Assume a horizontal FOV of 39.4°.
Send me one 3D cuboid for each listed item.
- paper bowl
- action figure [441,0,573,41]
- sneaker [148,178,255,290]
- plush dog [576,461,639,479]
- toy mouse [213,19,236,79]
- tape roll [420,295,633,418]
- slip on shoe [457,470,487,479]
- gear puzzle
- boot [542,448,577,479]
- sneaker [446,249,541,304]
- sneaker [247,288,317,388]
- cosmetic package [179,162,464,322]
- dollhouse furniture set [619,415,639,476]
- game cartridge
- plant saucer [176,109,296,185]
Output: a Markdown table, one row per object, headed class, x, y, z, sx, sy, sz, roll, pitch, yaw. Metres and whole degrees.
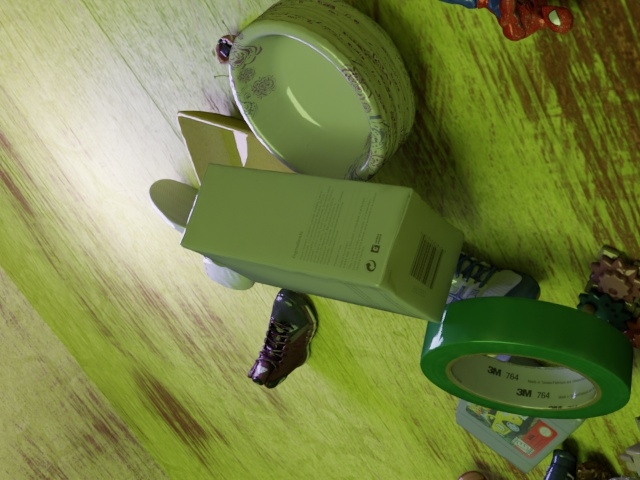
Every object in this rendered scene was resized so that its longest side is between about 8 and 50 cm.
| class | x | y | z | sx | sy | sz | roll | pitch | yaw |
| --- | --- | --- | --- | --- | --- | --- | --- | --- | --- |
| paper bowl | 0.013 | -0.231 | 1.326 | 0.284 | 0.148 | 0.284 | 28 | 146 | 22 |
| action figure | 0.179 | -0.331 | 1.077 | 0.280 | 0.091 | 0.139 | 29 | 154 | 22 |
| sneaker | -0.255 | 0.000 | 1.929 | 0.292 | 0.108 | 0.169 | 35 | 145 | 12 |
| plush dog | 0.557 | 0.510 | 1.607 | 0.225 | 0.210 | 0.263 | 12 | 110 | 60 |
| toy mouse | -0.134 | -0.297 | 1.519 | 0.143 | 0.031 | 0.161 | -10 | 120 | 52 |
| tape roll | 0.320 | 0.191 | 1.404 | 0.321 | 0.077 | 0.321 | 11 | 154 | 5 |
| slip on shoe | 0.330 | 0.608 | 2.012 | 0.331 | 0.123 | 0.101 | 92 | 156 | -56 |
| gear puzzle | 0.533 | 0.146 | 1.292 | 0.339 | 0.044 | 0.175 | 29 | 145 | 21 |
| boot | 0.469 | 0.451 | 1.706 | 0.069 | 0.086 | 0.190 | 16 | 167 | 25 |
| sneaker | 0.218 | 0.063 | 1.482 | 0.296 | 0.112 | 0.131 | -1 | 123 | 45 |
| sneaker | -0.092 | 0.240 | 1.975 | 0.106 | 0.162 | 0.281 | 28 | 145 | 22 |
| cosmetic package | 0.000 | 0.000 | 1.394 | 0.385 | 0.156 | 0.217 | 12 | 168 | 34 |
| dollhouse furniture set | 0.492 | 0.273 | 1.355 | 0.182 | 0.160 | 0.101 | 163 | 88 | -74 |
| game cartridge | 0.364 | 0.320 | 1.676 | 0.196 | 0.060 | 0.294 | 39 | 148 | 15 |
| plant saucer | -0.085 | -0.092 | 1.660 | 0.332 | 0.081 | 0.333 | 20 | 140 | 33 |
